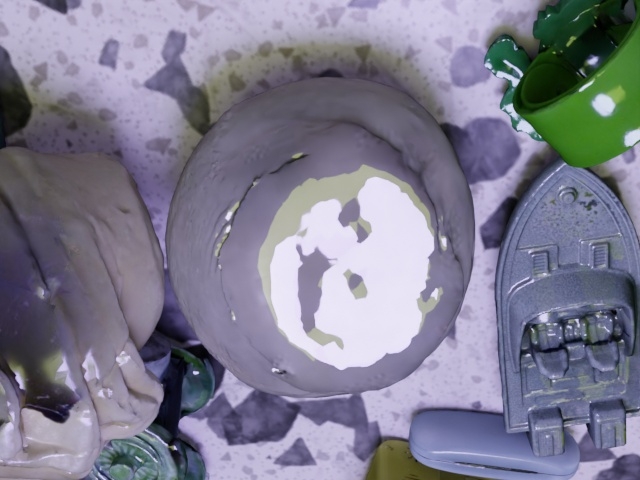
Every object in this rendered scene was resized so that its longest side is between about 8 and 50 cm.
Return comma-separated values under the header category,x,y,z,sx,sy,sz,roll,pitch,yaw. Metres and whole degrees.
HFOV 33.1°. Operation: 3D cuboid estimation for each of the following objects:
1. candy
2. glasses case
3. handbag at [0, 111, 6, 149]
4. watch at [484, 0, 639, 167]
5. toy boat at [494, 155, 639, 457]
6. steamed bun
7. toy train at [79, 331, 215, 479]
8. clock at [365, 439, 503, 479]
category,x,y,z,sx,sy,sz,roll,pitch,yaw
candy,0.000,0.000,0.946,0.295,0.185,0.296,0,104,1
glasses case,0.181,0.215,1.126,0.178,0.067,0.045,7,121,0
handbag,-0.365,-0.155,0.955,0.144,0.057,0.221,4,121,6
watch,0.218,-0.119,0.869,0.165,0.152,0.131,-36,113,28
toy boat,0.235,0.063,1.016,0.141,0.092,0.320,-8,120,3
steamed bun,-0.266,0.071,0.890,0.275,0.206,0.320,5,81,1
toy train,-0.243,0.219,1.106,0.248,0.173,0.307,10,121,5
clock,0.145,0.300,1.136,0.202,0.143,0.096,15,118,-4
